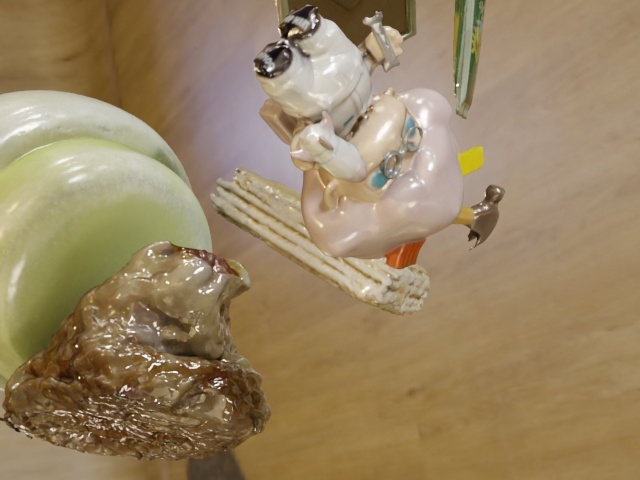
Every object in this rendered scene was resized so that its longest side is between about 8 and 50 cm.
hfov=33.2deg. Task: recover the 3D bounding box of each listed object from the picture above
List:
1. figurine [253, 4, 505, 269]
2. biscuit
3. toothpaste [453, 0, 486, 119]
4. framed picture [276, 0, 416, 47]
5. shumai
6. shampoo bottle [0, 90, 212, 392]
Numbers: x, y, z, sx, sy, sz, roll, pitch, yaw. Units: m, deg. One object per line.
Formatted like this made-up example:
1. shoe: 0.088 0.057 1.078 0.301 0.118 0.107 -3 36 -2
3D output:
1. figurine: 0.029 -0.057 0.706 0.112 0.229 0.137 12 65 40
2. biscuit: 0.000 0.000 1.129 0.239 0.108 0.062 30 95 29
3. toothpaste: 0.144 -0.221 1.032 0.031 0.049 0.204 4 90 18
4. framed picture: 0.039 -0.359 1.513 0.020 0.240 0.324 48 161 31
5. shumai: -0.155 0.098 0.998 0.218 0.184 0.185 -12 50 27
6. shampoo bottle: -0.295 -0.001 1.147 0.317 0.322 0.323 28 117 44
